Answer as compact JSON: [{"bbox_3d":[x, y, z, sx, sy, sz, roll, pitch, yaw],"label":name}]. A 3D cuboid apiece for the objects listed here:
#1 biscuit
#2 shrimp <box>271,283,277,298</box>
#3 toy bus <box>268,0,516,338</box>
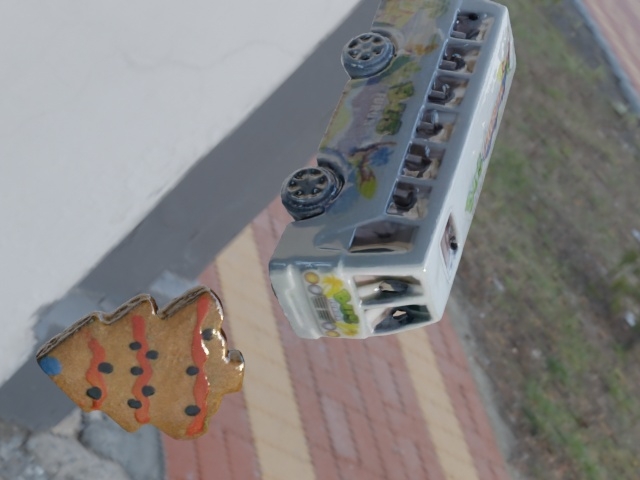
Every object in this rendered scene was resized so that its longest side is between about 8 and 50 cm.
[{"bbox_3d":[-0.112,0.081,0.720,0.129,0.119,0.019,3,27,-8],"label":"biscuit"},{"bbox_3d":[0.006,0.002,1.183,0.095,0.163,0.045,34,-12,-35],"label":"shrimp"},{"bbox_3d":[0.066,-0.069,0.952,0.109,0.135,0.330,71,32,-48],"label":"toy bus"}]
